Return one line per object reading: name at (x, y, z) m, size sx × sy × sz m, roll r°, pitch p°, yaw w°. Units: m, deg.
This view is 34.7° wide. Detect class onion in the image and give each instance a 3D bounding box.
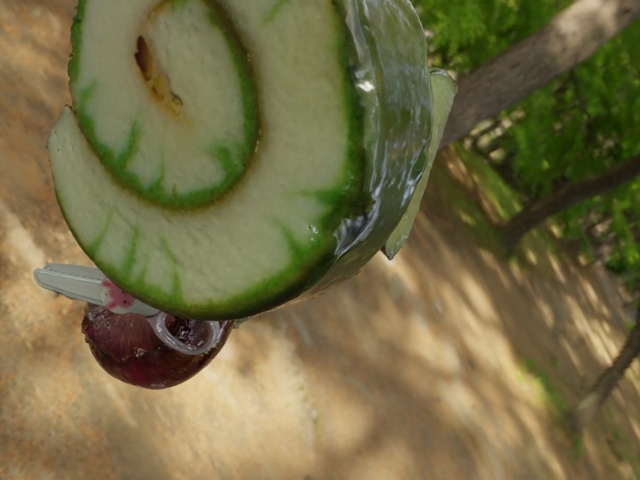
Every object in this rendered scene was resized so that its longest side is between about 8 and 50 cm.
onion at (-0.210, 0.095, 1.387) m, size 0.248 × 0.248 × 0.161 m, roll -97°, pitch 167°, yaw -55°

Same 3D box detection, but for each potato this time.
potato at (0.007, -0.115, 1.267) m, size 0.112 × 0.255 × 0.269 m, roll 53°, pitch 49°, yaw -42°

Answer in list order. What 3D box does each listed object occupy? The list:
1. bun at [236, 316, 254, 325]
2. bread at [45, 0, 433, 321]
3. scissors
bun at (-0.144, 0.037, 1.869) m, size 0.179 × 0.283 × 0.283 m, roll 56°, pitch 15°, yaw -10°
bread at (-0.087, -0.114, 0.923) m, size 0.129 × 0.382 × 0.366 m, roll -14°, pitch 81°, yaw -59°
scissors at (-0.233, 0.060, 1.225) m, size 0.030 × 0.242 × 0.118 m, roll -36°, pitch 136°, yaw -68°
